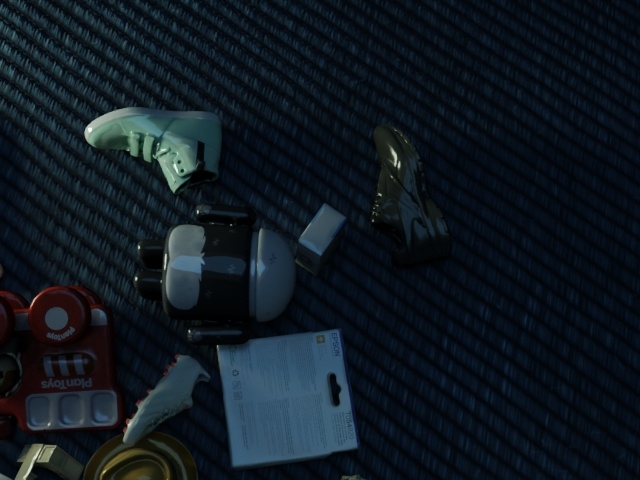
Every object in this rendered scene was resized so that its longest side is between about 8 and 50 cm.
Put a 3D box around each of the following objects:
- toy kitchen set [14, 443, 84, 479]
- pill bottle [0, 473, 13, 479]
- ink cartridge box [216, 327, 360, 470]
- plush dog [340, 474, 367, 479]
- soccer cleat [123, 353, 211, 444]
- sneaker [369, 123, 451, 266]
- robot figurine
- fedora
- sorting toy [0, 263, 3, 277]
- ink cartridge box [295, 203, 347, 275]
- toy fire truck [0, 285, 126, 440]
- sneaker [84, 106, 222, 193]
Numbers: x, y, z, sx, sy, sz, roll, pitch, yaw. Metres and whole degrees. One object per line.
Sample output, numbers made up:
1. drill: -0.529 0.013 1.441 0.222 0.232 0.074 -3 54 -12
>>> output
1. toy kitchen set: -0.462 0.391 1.797 0.083 0.075 0.068 -7 47 37
2. pill bottle: -0.560 0.499 1.695 0.146 0.146 0.264 25 70 7
3. ink cartridge box: -0.057 0.274 1.853 0.224 0.045 0.223 -6 70 -5
4. plush dog: 0.142 0.485 1.709 0.225 0.262 0.210 -23 105 -1
5. soccer cleat: -0.261 0.276 1.816 0.076 0.068 0.196 34 53 4
6. sneaker: 0.141 -0.084 1.970 0.130 0.109 0.286 -19 69 -2
7. robot figurine: -0.181 0.058 1.868 0.278 0.173 0.209 2 112 -1
8. fedora: -0.303 0.400 1.779 0.194 0.079 0.194 0 69 -1
9. sorting toy: -0.702 0.051 1.924 0.208 0.038 0.193 -38 75 -10
10. ink cartridge box: 0.000 0.000 1.920 0.052 0.122 0.088 33 72 6
11. toy fire truck: -0.490 0.208 1.814 0.302 0.169 0.254 -4 88 -3
12. sneaker: -0.309 -0.162 1.981 0.256 0.094 0.151 -3 63 -6
